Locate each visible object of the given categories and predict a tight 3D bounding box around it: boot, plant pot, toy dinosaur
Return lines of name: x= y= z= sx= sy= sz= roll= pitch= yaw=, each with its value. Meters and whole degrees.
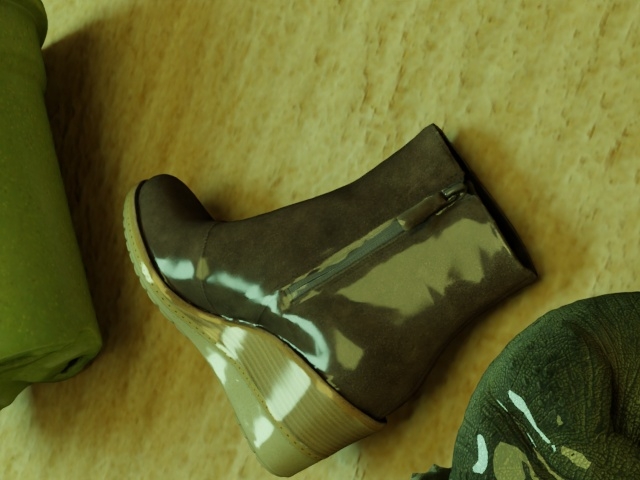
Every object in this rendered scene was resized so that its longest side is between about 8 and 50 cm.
boot: x=0.000 y=0.000 z=1.005 sx=0.207 sy=0.090 sz=0.248 roll=-43 pitch=57 yaw=14
plant pot: x=-0.279 y=-0.006 z=1.131 sx=0.276 sy=0.276 sz=0.254 roll=-30 pitch=76 yaw=34
toy dinosaur: x=0.127 y=0.113 z=0.841 sx=0.160 sy=0.121 sz=0.314 roll=35 pitch=111 yaw=24
